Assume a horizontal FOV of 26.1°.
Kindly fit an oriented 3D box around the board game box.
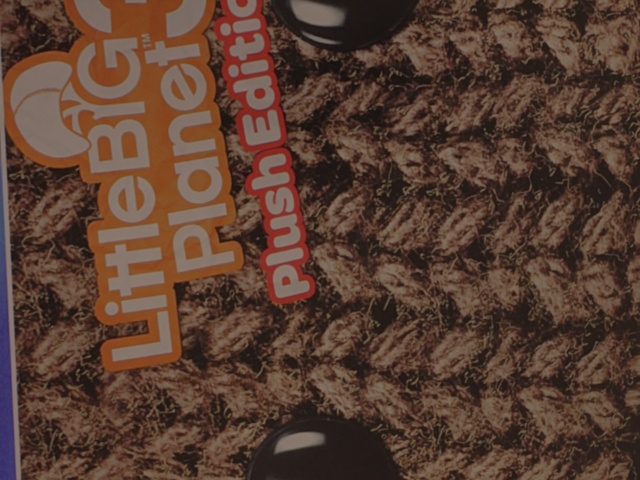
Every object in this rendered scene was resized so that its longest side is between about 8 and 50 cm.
[{"bbox_3d":[0.000,0.000,0.482,0.291,0.232,0.141,-4,4,-20],"label":"board game box"}]
